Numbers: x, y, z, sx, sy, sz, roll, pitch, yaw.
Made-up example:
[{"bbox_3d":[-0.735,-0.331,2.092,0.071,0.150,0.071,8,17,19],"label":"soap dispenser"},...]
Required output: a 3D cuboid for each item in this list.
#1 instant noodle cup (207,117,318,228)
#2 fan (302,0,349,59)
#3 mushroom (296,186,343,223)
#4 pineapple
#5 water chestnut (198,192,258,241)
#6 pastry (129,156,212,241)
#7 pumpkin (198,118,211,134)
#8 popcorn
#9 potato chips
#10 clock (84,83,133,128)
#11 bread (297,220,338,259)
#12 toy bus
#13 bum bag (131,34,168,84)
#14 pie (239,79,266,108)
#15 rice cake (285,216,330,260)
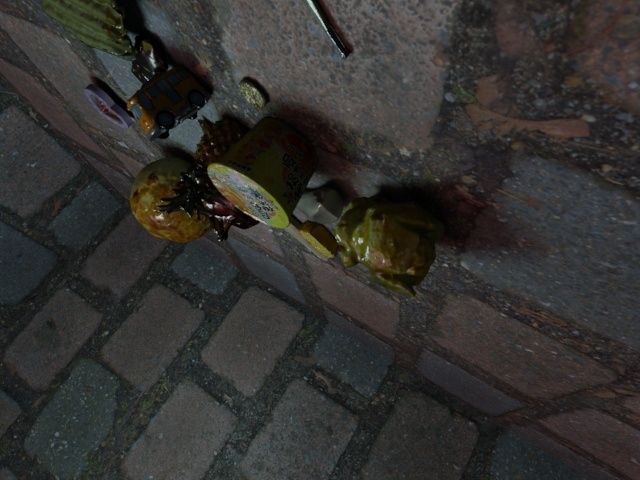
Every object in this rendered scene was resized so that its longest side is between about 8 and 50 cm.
[{"bbox_3d":[-0.141,-0.188,1.128,0.264,0.200,0.264,30,161,11],"label":"instant noodle cup"},{"bbox_3d":[-0.010,-0.393,0.707,0.193,0.016,0.038,48,160,-31],"label":"fan"},{"bbox_3d":[-0.024,-0.112,1.280,0.118,0.103,0.270,45,164,-30],"label":"mushroom"},{"bbox_3d":[-0.337,-0.195,1.230,0.169,0.340,0.169,33,165,10],"label":"pineapple"},{"bbox_3d":[-0.324,-0.134,1.458,0.300,0.300,0.300,30,161,12],"label":"water chestnut"},{"bbox_3d":[-0.615,-0.156,1.770,0.389,0.312,0.388,17,146,12],"label":"pastry"},{"bbox_3d":[-0.356,-0.350,1.357,0.073,0.035,0.101,42,166,13],"label":"pumpkin"},{"bbox_3d":[0.164,-0.003,1.033,0.276,0.225,0.276,28,156,13],"label":"popcorn"},{"bbox_3d":[-0.615,-0.627,1.001,0.429,0.070,0.358,35,154,11],"label":"potato chips"},{"bbox_3d":[-0.836,-0.535,1.651,0.172,0.064,0.198,10,149,51],"label":"clock"},{"bbox_3d":[0.000,0.000,1.561,0.187,0.065,0.103,45,157,-25],"label":"bread"},{"bbox_3d":[-0.421,-0.378,1.142,0.136,0.209,0.126,51,158,-15],"label":"toy bus"},{"bbox_3d":[-0.485,-0.493,1.179,0.107,0.060,0.232,43,160,-18],"label":"bum bag"},{"bbox_3d":[-0.167,-0.363,1.029,0.084,0.021,0.084,34,161,14],"label":"pie"},{"bbox_3d":[-0.054,-0.011,1.639,0.256,0.052,0.057,40,157,-17],"label":"rice cake"}]
